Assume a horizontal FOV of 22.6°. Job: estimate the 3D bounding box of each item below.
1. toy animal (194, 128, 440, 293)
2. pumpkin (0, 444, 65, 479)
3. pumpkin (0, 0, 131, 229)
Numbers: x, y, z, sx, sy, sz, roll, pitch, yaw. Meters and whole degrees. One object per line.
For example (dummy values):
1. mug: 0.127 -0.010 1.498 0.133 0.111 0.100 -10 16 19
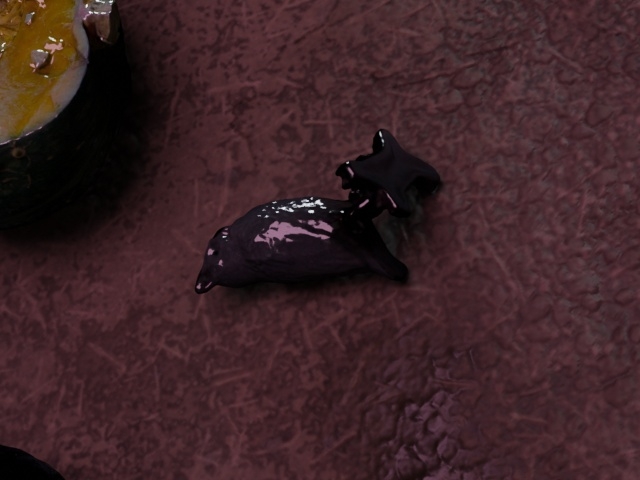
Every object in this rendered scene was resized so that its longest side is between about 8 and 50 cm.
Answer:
1. toy animal: -0.002 0.004 1.347 0.210 0.121 0.117 -31 104 26
2. pumpkin: -0.284 0.278 1.279 0.233 0.163 0.233 -10 63 20
3. pumpkin: -0.290 -0.141 1.449 0.263 0.197 0.293 -3 59 10
